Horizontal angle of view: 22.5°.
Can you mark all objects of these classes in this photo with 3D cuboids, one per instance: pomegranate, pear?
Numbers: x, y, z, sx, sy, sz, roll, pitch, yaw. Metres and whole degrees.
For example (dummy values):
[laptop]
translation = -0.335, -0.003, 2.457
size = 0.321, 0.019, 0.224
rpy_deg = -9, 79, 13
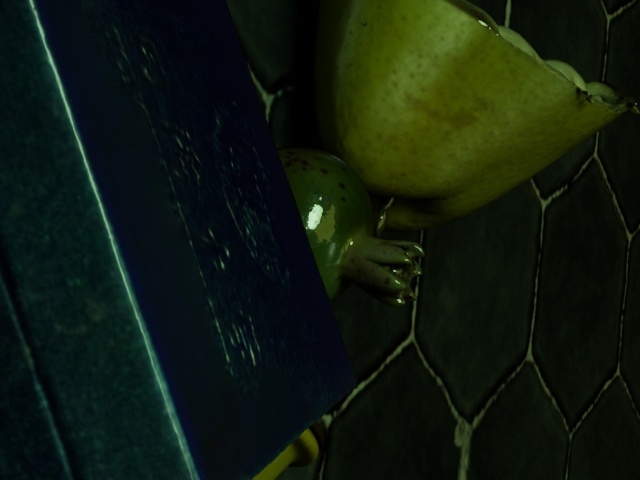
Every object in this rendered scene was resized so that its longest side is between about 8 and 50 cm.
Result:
[pomegranate]
translation = 0.000, 0.000, 1.048
size = 0.114, 0.142, 0.114
rpy_deg = -46, 149, -39
[pear]
translation = 0.072, -0.090, 1.148
size = 0.178, 0.267, 0.267
rpy_deg = -58, 151, 9

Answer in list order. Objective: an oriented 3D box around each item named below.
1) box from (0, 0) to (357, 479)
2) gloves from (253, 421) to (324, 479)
[box]
translation = -0.096, -0.013, 0.764
size = 0.279, 0.116, 0.261
rpy_deg = -22, 95, -75
[gloves]
translation = -0.109, 0.219, 0.929
size = 0.133, 0.116, 0.294
rpy_deg = 50, 56, -41
